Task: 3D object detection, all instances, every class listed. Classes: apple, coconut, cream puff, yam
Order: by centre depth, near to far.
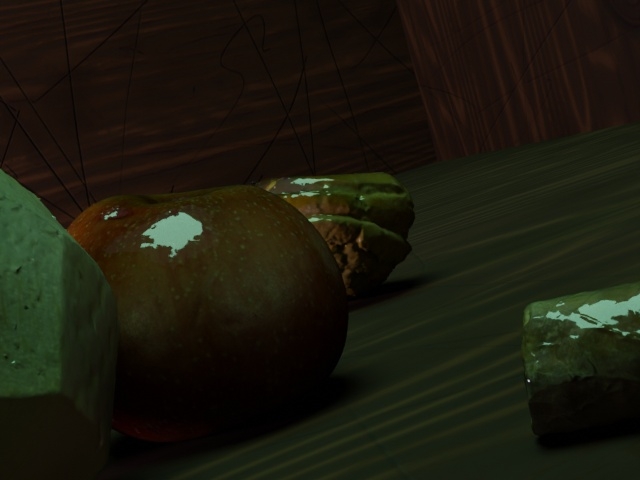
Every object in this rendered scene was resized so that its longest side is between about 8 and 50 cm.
[{"bbox_3d":[0.234,0.032,0.564,0.299,0.066,0.066,-12,5,19],"label":"yam"},{"bbox_3d":[-0.222,0.081,0.697,0.236,0.237,0.197,-14,-36,14],"label":"coconut"},{"bbox_3d":[-0.084,0.040,0.853,0.201,0.162,0.201,-16,3,1],"label":"apple"},{"bbox_3d":[0.000,0.000,1.252,0.189,0.130,0.189,-5,-3,0],"label":"cream puff"}]
